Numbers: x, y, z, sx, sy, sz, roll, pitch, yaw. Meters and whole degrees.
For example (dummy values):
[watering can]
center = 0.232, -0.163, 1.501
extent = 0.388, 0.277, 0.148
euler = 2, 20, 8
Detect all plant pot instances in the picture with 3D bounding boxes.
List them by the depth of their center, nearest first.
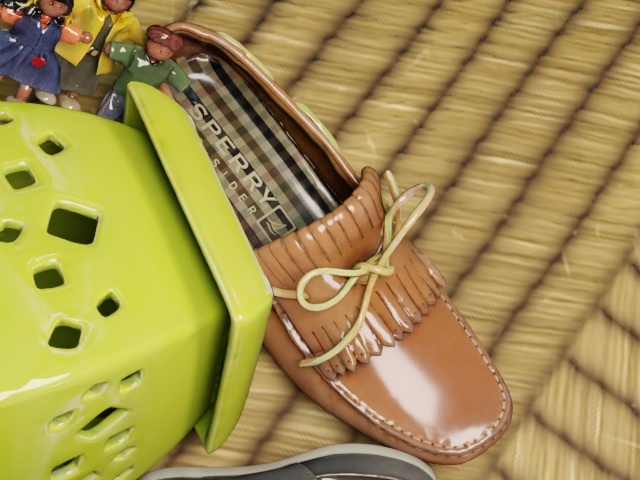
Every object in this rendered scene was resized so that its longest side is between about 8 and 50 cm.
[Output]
[plant pot]
center = -0.161, 0.041, 0.952
extent = 0.207, 0.227, 0.228
euler = -17, 61, -20

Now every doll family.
[doll family]
center = -0.179, -0.144, 0.971
extent = 0.193, 0.111, 0.076
euler = 16, 28, -36

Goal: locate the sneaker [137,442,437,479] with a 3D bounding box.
[sneaker]
center = -0.022, 0.208, 0.981
extent = 0.222, 0.118, 0.083
euler = -7, 115, -3

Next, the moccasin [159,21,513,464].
[moccasin]
center = 0.003, -0.002, 1.041
extent = 0.139, 0.147, 0.380
euler = -31, 80, -18
